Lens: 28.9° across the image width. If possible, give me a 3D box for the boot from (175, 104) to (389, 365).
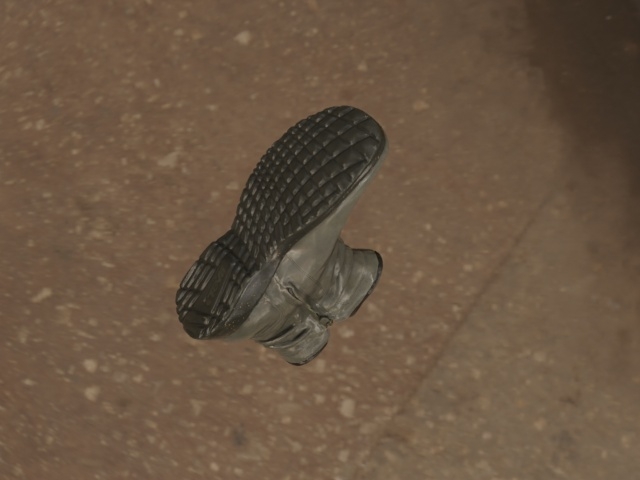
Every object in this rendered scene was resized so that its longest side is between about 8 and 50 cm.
[{"bbox_3d":[0.000,0.000,1.047,0.161,0.083,0.246,16,121,-49],"label":"boot"}]
